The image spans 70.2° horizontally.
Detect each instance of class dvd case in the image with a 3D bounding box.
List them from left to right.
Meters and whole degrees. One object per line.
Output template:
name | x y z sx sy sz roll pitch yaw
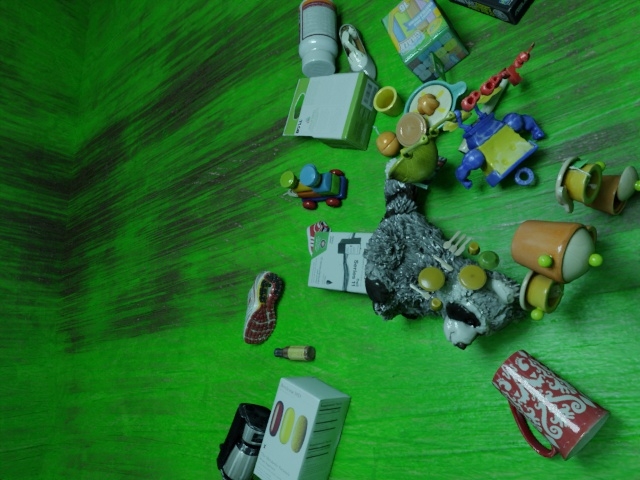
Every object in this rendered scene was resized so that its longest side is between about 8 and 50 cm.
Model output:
dvd case | 0.228 -0.168 1.045 0.087 0.013 0.119 23 49 22

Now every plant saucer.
plant saucer | 0.216 -0.266 1.091 0.083 0.013 0.084 8 102 42

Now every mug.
mug | 0.399 0.304 0.830 0.150 0.113 0.169 -56 48 12

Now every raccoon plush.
raccoon plush | 0.263 -0.001 0.958 0.299 0.216 0.447 -6 78 30

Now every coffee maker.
coffee maker | -0.214 0.544 1.255 0.171 0.120 0.178 27 95 41

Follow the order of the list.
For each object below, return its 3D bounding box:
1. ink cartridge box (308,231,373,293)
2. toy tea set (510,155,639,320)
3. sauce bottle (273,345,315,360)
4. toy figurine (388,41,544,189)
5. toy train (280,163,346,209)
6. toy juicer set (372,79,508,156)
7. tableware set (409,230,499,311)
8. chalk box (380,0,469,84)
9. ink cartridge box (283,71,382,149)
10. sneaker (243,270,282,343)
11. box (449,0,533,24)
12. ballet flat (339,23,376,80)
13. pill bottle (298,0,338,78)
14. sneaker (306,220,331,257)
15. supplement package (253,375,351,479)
ink cartridge box | 0.081 0.058 1.161 0.208 0.086 0.153 2 80 38
toy tea set | 0.454 -0.020 0.764 0.124 0.200 0.336 21 66 48
sauce bottle | -0.074 0.309 1.254 0.128 0.042 0.042 -9 73 39
toy figurine | 0.344 -0.184 0.925 0.362 0.191 0.217 -41 88 -6
toy train | -0.062 -0.154 1.294 0.247 0.143 0.105 -2 77 38
toy juicer set | 0.262 -0.285 1.101 0.328 0.089 0.209 6 83 39
tableware set | 0.248 0.062 0.836 0.104 0.024 0.154 38 81 30
chalk box | 0.266 -0.488 1.123 0.132 0.132 0.213 -34 61 28
ink cartridge box | 0.030 -0.370 1.308 0.255 0.097 0.189 15 89 43
sneaker | -0.177 0.199 1.350 0.092 0.088 0.225 17 90 61
box | 0.451 -0.670 1.066 0.270 0.060 0.216 -54 53 15
ballet flat | 0.099 -0.537 1.311 0.072 0.068 0.213 -30 62 30
pill bottle | -0.006 -0.612 1.380 0.121 0.121 0.221 -12 72 36
sneaker | 0.000 0.000 1.271 0.067 0.042 0.119 -30 59 33
supplement package | -0.044 0.478 1.124 0.139 0.133 0.244 14 88 40
